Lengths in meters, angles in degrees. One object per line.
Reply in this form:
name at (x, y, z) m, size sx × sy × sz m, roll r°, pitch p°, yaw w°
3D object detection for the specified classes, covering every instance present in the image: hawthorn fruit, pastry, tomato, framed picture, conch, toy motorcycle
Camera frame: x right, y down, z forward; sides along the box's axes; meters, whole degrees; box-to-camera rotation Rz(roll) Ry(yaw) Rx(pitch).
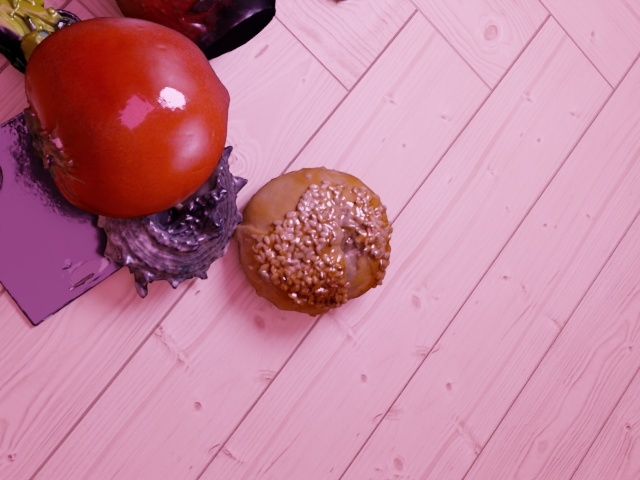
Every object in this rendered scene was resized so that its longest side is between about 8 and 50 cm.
hawthorn fruit at (-0.218, -0.456, 1.352) m, size 0.316 × 0.316 × 0.316 m, roll 0°, pitch 91°, yaw -23°
pastry at (0.000, 0.000, 1.498) m, size 0.315 × 0.184 × 0.284 m, roll -10°, pitch 94°, yaw -22°
tomato at (-0.297, -0.195, 1.235) m, size 0.321 × 0.321 × 0.321 m, roll 0°, pitch 91°, yaw -23°
framed picture at (-0.494, -0.048, 1.383) m, size 0.244 × 0.013 × 0.324 m, roll -36°, pitch 104°, yaw -18°
conch at (-0.265, -0.052, 1.409) m, size 0.240 × 0.186 × 0.313 m, roll 37°, pitch 88°, yaw -3°
toy motorcycle at (-0.556, -0.361, 1.285) m, size 0.342 × 0.142 × 0.206 m, roll 32°, pitch 80°, yaw -18°

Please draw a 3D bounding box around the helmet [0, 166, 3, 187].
helmet at (-0.589, -0.091, 1.298) m, size 0.123 × 0.070 × 0.098 m, roll -45°, pitch 113°, yaw -24°
